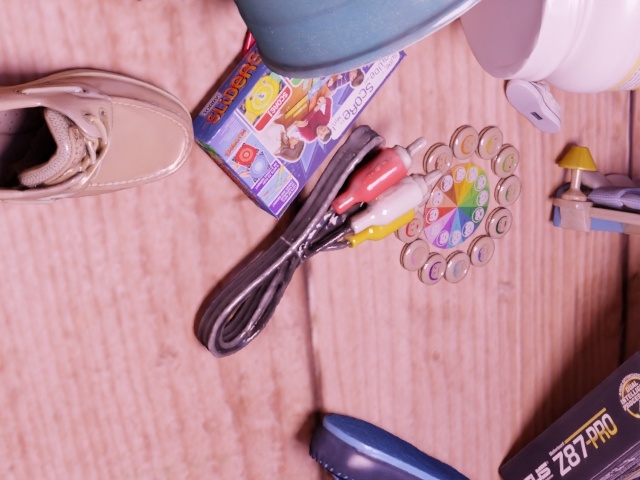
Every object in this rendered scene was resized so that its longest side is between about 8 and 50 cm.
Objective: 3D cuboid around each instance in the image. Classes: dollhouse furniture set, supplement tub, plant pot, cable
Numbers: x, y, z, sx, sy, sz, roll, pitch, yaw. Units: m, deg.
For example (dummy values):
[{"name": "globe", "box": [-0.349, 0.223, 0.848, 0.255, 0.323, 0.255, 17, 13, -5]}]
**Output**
[{"name": "dollhouse furniture set", "box": [0.461, -0.086, 1.575, 0.303, 0.286, 0.198, 3, 96, -41]}, {"name": "supplement tub", "box": [0.317, -0.263, 1.320, 0.331, 0.241, 0.241, -6, 117, -18]}, {"name": "plant pot", "box": [0.003, -0.306, 1.059, 0.271, 0.271, 0.255, -45, 121, -15]}, {"name": "cable", "box": [0.000, 0.000, 1.328, 0.287, 0.072, 0.139, -44, 152, -19]}]

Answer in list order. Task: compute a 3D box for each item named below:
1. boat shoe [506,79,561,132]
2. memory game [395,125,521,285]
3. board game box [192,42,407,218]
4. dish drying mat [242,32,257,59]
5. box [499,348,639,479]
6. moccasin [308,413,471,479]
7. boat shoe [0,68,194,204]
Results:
[{"name": "boat shoe", "box": [0.231, -0.154, 1.501, 0.100, 0.035, 0.035, 36, 59, -43]}, {"name": "memory game", "box": [0.151, -0.036, 1.500, 0.186, 0.012, 0.186, -21, 125, -33]}, {"name": "board game box", "box": [-0.018, -0.135, 1.270, 0.201, 0.035, 0.136, -52, 140, -8]}, {"name": "dish drying mat", "box": [-0.047, -0.199, 1.237, 0.032, 0.008, 0.083, 5, 107, -44]}, {"name": "box", "box": [0.443, 0.188, 1.689, 0.318, 0.097, 0.395, -10, 151, -37]}, {"name": "moccasin", "box": [0.092, 0.293, 1.534, 0.117, 0.137, 0.342, -54, 135, 1]}, {"name": "boat shoe", "box": [-0.213, -0.074, 1.086, 0.302, 0.098, 0.109, 0, 111, -42]}]
